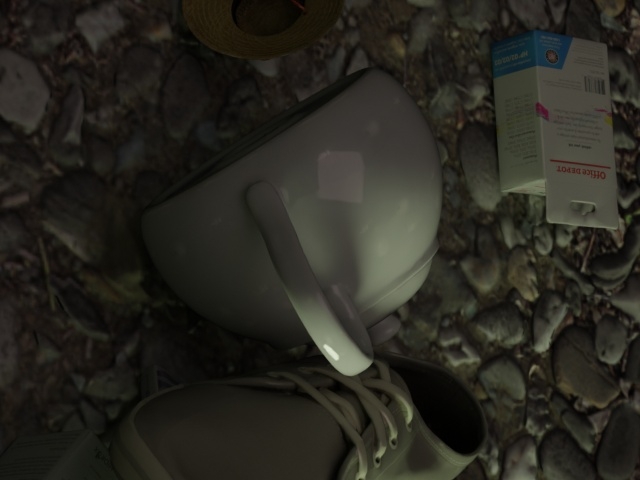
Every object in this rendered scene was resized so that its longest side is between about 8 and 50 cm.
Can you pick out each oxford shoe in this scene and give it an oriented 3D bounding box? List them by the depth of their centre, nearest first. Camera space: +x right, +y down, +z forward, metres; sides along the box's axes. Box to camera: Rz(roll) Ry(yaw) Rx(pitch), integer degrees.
[{"bbox_3d":[-0.003,0.145,1.391,0.169,0.130,0.449,51,20,19],"label":"oxford shoe"}]

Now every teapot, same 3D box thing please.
[{"bbox_3d":[0.000,0.000,1.438,0.256,0.252,0.187,-36,98,-35],"label":"teapot"}]

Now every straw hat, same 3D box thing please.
[{"bbox_3d":[-0.041,-0.186,1.563,0.061,0.144,0.144,82,30,-56],"label":"straw hat"}]

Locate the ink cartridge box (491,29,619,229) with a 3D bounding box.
[{"bbox_3d":[0.220,-0.098,1.778,0.104,0.061,0.181,5,78,-40],"label":"ink cartridge box"}]

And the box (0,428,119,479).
[{"bbox_3d":[-0.185,0.200,1.341,0.102,0.101,0.087,54,53,-20],"label":"box"}]

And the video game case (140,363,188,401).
[{"bbox_3d":[-0.048,0.194,1.423,0.201,0.023,0.183,35,18,-23],"label":"video game case"}]
